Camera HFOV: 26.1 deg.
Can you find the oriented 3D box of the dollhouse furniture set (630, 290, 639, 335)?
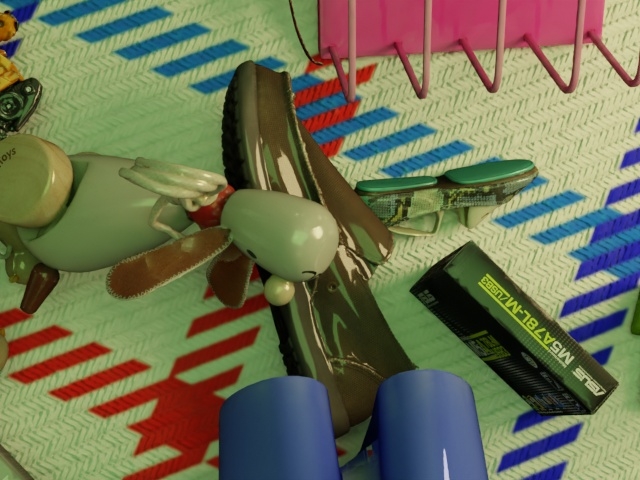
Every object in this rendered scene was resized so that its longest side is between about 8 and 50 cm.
[{"bbox_3d":[0.421,0.102,1.251,0.197,0.301,0.151,7,80,-7],"label":"dollhouse furniture set"}]

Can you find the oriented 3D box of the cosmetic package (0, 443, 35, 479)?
[{"bbox_3d":[-0.284,0.291,1.269,0.238,0.107,0.127,43,79,4],"label":"cosmetic package"}]

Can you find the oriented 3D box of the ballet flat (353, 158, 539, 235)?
[{"bbox_3d":[0.124,-0.039,1.372,0.188,0.070,0.070,-7,84,-4],"label":"ballet flat"}]

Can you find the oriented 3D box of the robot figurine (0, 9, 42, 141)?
[{"bbox_3d":[-0.411,-0.129,1.318,0.291,0.085,0.211,-35,87,-7],"label":"robot figurine"}]

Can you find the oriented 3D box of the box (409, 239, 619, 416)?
[{"bbox_3d":[0.174,0.087,1.289,0.184,0.191,0.045,42,81,0],"label":"box"}]

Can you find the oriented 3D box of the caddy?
[{"bbox_3d":[0.024,0.240,1.196,0.241,0.341,0.179,-3,66,-5],"label":"caddy"}]

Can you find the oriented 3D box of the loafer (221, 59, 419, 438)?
[{"bbox_3d":[0.000,0.000,1.325,0.130,0.134,0.366,-17,95,-11],"label":"loafer"}]

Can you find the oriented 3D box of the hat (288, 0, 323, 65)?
[{"bbox_3d":[-0.060,-0.313,1.395,0.183,0.173,0.208,54,53,-38],"label":"hat"}]

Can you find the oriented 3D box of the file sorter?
[{"bbox_3d":[0.151,-0.244,1.290,0.290,0.182,0.202,-4,120,-5],"label":"file sorter"}]

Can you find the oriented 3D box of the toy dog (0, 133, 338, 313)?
[{"bbox_3d":[-0.161,0.011,1.227,0.220,0.333,0.161,13,90,-44],"label":"toy dog"}]

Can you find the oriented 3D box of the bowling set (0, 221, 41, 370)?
[{"bbox_3d":[-0.385,0.066,1.268,0.200,0.287,0.154,-2,127,27],"label":"bowling set"}]
